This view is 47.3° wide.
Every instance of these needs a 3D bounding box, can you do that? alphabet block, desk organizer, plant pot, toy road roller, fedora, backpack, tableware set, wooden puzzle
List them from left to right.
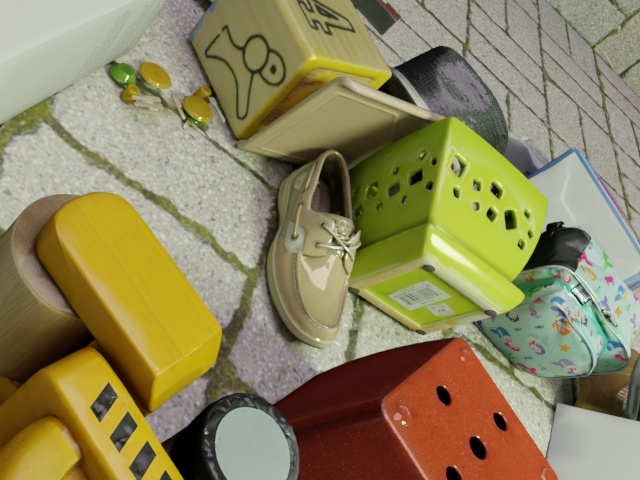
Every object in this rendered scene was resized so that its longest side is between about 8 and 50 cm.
[{"bbox_3d":[-0.198,0.148,0.555,0.329,0.202,0.240,56,37,4],"label":"toy road roller"},{"bbox_3d":[-0.209,-0.199,1.001,0.154,0.024,0.104,-5,60,-48],"label":"tableware set"},{"bbox_3d":[-0.047,-0.279,1.101,0.193,0.192,0.197,-6,65,-47],"label":"alphabet block"},{"bbox_3d":[0.033,-0.160,1.046,0.221,0.238,0.044,10,68,-42],"label":"wooden puzzle"},{"bbox_3d":[0.114,-0.518,1.603,0.130,0.047,0.050,47,34,-6],"label":"desk organizer"},{"bbox_3d":[0.071,0.247,0.732,0.267,0.236,0.267,-23,76,-53],"label":"plant pot"},{"bbox_3d":[0.162,-0.002,1.048,0.227,0.228,0.207,34,55,-26],"label":"plant pot"},{"bbox_3d":[0.207,-0.203,1.230,0.334,0.152,0.334,57,0,0],"label":"fedora"},{"bbox_3d":[0.398,0.121,1.211,0.253,0.225,0.191,43,59,-19],"label":"backpack"}]

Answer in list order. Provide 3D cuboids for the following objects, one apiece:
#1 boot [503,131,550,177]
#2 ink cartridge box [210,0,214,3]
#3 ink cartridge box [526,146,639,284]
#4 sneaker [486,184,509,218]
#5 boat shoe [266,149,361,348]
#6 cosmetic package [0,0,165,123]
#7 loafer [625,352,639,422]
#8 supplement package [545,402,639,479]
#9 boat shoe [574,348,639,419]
[{"bbox_3d":[0.442,-0.193,1.651,0.258,0.095,0.123,34,32,-35],"label":"boot"},{"bbox_3d":[-0.185,-0.477,1.260,0.181,0.056,0.225,46,18,-7],"label":"ink cartridge box"},{"bbox_3d":[0.559,-0.013,1.506,0.395,0.151,0.270,11,51,-64],"label":"ink cartridge box"},{"bbox_3d":[0.376,-0.012,1.426,0.106,0.078,0.234,35,39,-31],"label":"sneaker"},{"bbox_3d":[0.000,0.000,0.985,0.109,0.098,0.302,28,42,-28],"label":"boat shoe"},{"bbox_3d":[-0.339,-0.272,0.810,0.197,0.155,0.365,45,37,-8],"label":"cosmetic package"},{"bbox_3d":[0.553,0.307,1.193,0.109,0.095,0.302,-49,138,-35],"label":"loafer"},{"bbox_3d":[0.346,0.370,0.847,0.198,0.199,0.263,-49,143,-54],"label":"supplement package"},{"bbox_3d":[0.493,0.288,1.278,0.277,0.098,0.096,-42,134,-44],"label":"boat shoe"}]
